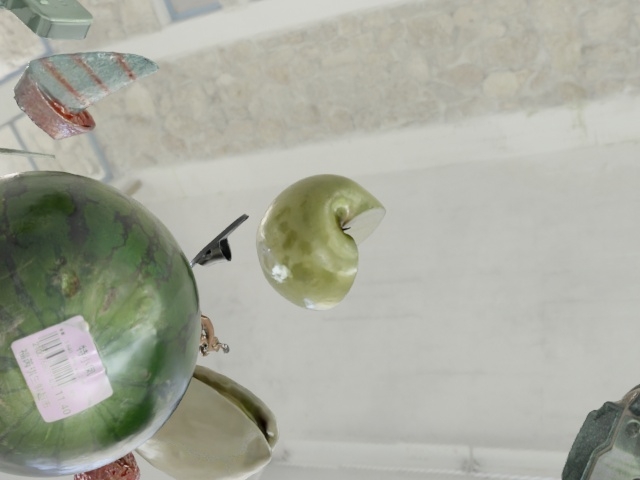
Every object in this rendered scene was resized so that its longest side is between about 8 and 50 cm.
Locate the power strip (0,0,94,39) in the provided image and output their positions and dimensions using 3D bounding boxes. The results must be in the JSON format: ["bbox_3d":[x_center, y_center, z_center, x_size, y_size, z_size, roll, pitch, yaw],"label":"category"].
[{"bbox_3d":[-0.570,-0.467,1.323,0.265,0.059,0.194,43,-149,13],"label":"power strip"}]

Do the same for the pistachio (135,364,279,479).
[{"bbox_3d":[-0.212,0.325,1.281,0.332,0.225,0.208,15,-155,31],"label":"pistachio"}]

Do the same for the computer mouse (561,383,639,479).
[{"bbox_3d":[0.375,0.340,0.816,0.199,0.115,0.388,6,-110,63],"label":"computer mouse"}]

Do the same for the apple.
[{"bbox_3d":[-0.017,-0.009,1.554,0.258,0.233,0.295,-34,-161,52],"label":"apple"}]

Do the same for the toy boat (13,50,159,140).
[{"bbox_3d":[-0.485,-0.331,1.507,0.282,0.206,0.096,-23,-131,10],"label":"toy boat"}]

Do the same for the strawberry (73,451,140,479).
[{"bbox_3d":[-0.406,0.440,1.355,0.131,0.148,0.131,4,-116,-8],"label":"strawberry"}]

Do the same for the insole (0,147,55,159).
[{"bbox_3d":[-0.461,-0.126,0.975,0.192,0.010,0.063,5,-176,-29],"label":"insole"}]

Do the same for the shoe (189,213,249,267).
[{"bbox_3d":[-0.183,0.015,1.358,0.159,0.053,0.062,-43,-177,16],"label":"shoe"}]

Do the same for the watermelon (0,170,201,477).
[{"bbox_3d":[-0.301,0.089,0.810,0.364,0.363,0.363,-15,-151,9],"label":"watermelon"}]

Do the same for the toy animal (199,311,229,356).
[{"bbox_3d":[-0.324,0.186,1.404,0.313,0.157,0.097,-9,-117,-24],"label":"toy animal"}]
